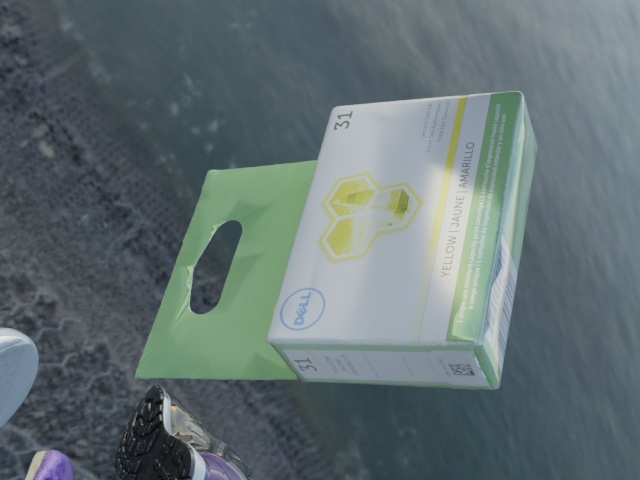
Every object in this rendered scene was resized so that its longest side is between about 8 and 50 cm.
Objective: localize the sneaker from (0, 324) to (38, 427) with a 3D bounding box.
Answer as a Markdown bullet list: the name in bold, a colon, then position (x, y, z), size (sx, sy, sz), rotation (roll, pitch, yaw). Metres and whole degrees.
- **sneaker**: position (-0.314, 0.110, 0.551), size (0.147, 0.104, 0.296), rotation (30, 42, 21)

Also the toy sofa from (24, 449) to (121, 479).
- **toy sofa**: position (-0.245, 0.357, 1.028), size (0.362, 0.150, 0.177), rotation (-80, 161, -73)

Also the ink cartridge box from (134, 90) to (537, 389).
- **ink cartridge box**: position (0.000, 0.000, 0.598), size (0.056, 0.235, 0.171), rotation (59, 38, -47)

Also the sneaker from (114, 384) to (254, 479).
- **sneaker**: position (-0.145, 0.260, 1.140), size (0.124, 0.283, 0.107), rotation (31, 92, -24)
